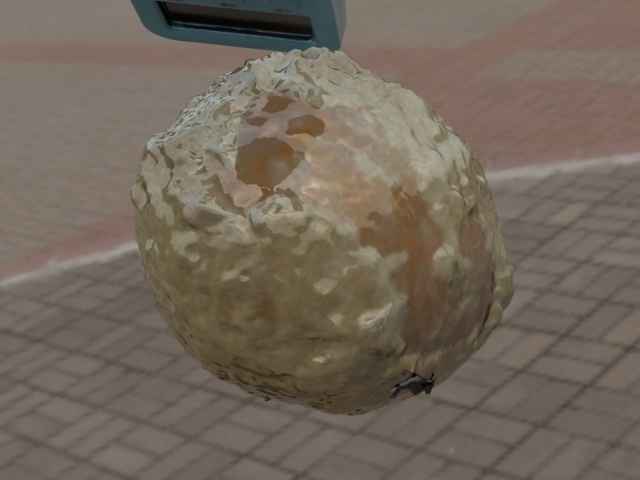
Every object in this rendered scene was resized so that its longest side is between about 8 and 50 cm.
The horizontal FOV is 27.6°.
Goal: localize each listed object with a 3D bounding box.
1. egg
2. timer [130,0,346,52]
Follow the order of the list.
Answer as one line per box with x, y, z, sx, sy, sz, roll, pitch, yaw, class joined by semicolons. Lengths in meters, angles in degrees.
0.000;0.000;0.979;0.279;0.310;0.279;-23;50;30;egg
-0.093;-0.268;1.365;0.231;0.250;0.091;6;64;8;timer
